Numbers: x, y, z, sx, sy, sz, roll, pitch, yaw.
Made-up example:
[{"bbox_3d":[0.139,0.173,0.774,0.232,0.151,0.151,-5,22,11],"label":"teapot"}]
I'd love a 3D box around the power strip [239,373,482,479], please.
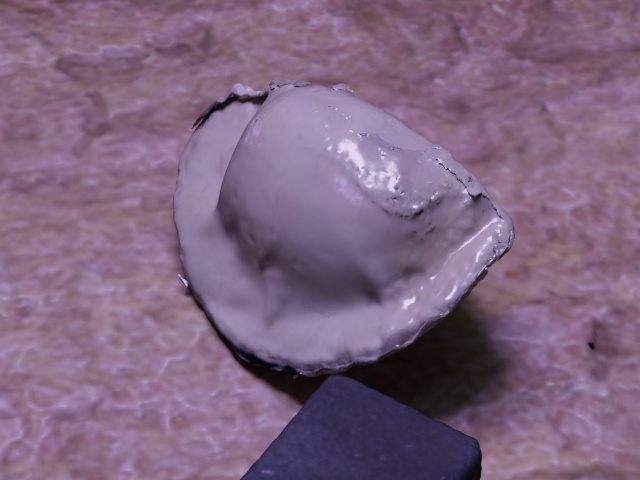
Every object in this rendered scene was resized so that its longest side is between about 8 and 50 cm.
[{"bbox_3d":[-0.020,0.186,1.035,0.105,0.070,0.257,25,48,24],"label":"power strip"}]

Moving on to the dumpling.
[{"bbox_3d":[0.000,0.000,1.183,0.247,0.142,0.172,25,81,39],"label":"dumpling"}]
